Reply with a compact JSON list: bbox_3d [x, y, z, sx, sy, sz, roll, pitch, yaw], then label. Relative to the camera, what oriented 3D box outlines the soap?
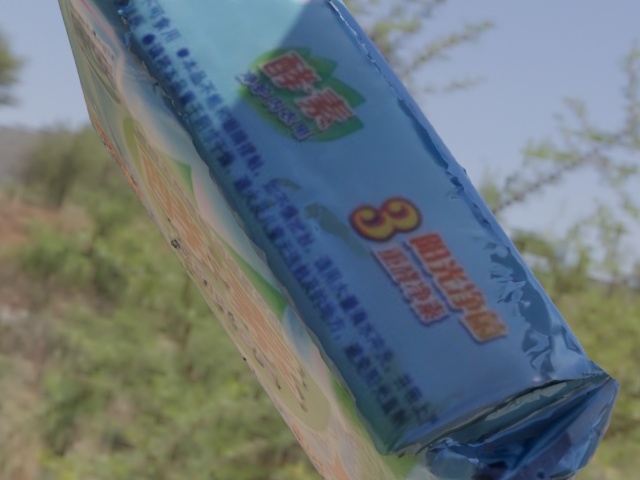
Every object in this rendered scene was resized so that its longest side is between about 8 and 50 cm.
[{"bbox_3d":[0.000,0.000,0.655,0.293,0.077,0.156,55,-13,21],"label":"soap"}]
